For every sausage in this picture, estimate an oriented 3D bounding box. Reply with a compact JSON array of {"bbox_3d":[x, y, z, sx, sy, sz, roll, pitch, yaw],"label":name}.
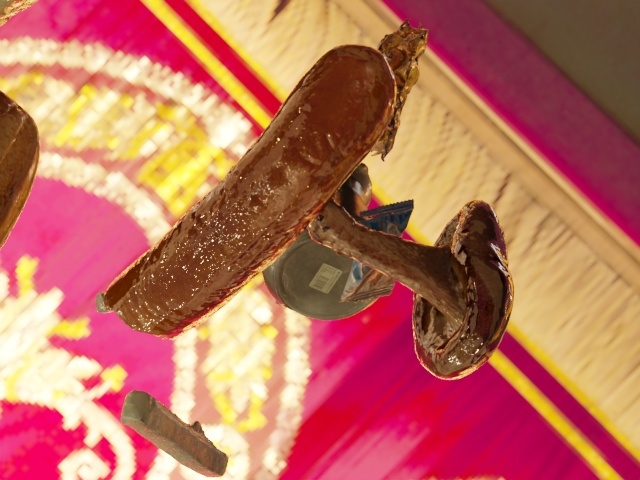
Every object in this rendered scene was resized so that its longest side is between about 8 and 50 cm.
[{"bbox_3d":[-0.052,-0.028,1.087,0.076,0.302,0.103,36,-159,-26],"label":"sausage"}]

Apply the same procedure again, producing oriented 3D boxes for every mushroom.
[{"bbox_3d":[0.080,0.028,1.422,0.218,0.148,0.227,21,-152,-15],"label":"mushroom"}]

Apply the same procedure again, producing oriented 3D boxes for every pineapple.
[{"bbox_3d":[0.099,-0.224,2.069,0.076,0.224,0.225,20,-179,4],"label":"pineapple"}]

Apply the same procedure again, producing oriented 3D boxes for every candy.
[{"bbox_3d":[0.065,0.016,1.668,0.088,0.136,0.038,-16,-140,-40],"label":"candy"}]

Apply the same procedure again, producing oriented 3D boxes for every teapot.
[{"bbox_3d":[0.000,0.000,1.917,0.171,0.203,0.225,30,-152,-18],"label":"teapot"}]

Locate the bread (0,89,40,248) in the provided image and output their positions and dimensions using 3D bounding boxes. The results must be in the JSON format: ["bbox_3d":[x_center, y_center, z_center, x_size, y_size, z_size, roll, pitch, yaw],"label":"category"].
[{"bbox_3d":[-0.337,-0.046,1.240,0.140,0.106,0.236,41,-132,-26],"label":"bread"}]

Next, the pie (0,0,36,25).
[{"bbox_3d":[-0.260,-0.399,1.586,0.180,0.418,0.395,44,166,-11],"label":"pie"}]

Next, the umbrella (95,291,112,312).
[{"bbox_3d":[-0.248,0.087,2.111,0.188,0.050,0.046,-9,-169,-38],"label":"umbrella"}]

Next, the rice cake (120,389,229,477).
[{"bbox_3d":[-0.144,0.194,1.412,0.030,0.042,0.180,-2,151,26],"label":"rice cake"}]
